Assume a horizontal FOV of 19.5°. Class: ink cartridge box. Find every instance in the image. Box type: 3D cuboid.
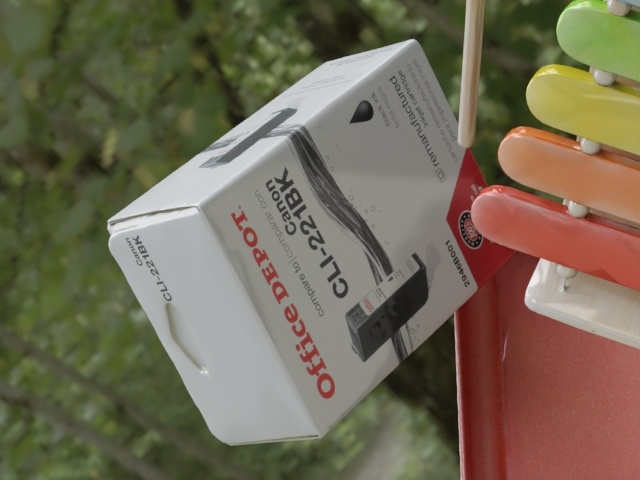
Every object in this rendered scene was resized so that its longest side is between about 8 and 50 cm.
[{"bbox_3d":[0.000,0.000,1.405,0.114,0.197,0.273,-10,23,48],"label":"ink cartridge box"}]

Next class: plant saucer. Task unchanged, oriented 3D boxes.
[{"bbox_3d":[0.221,0.100,1.461,0.258,0.259,0.047,-7,-8,42],"label":"plant saucer"}]

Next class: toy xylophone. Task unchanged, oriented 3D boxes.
[{"bbox_3d":[0.179,-0.080,1.119,0.081,0.236,0.323,-54,-31,-44],"label":"toy xylophone"}]
